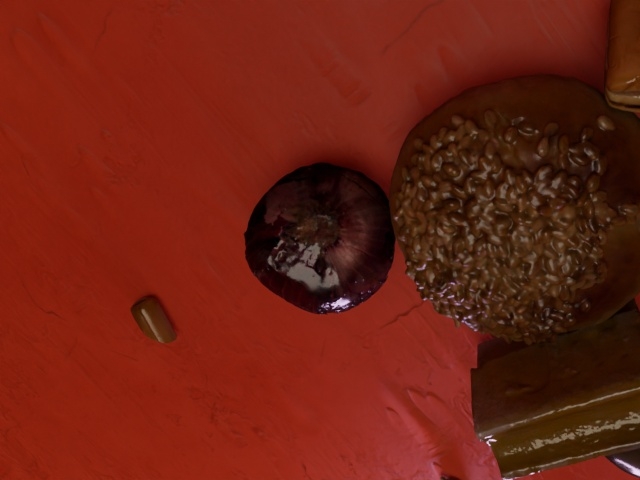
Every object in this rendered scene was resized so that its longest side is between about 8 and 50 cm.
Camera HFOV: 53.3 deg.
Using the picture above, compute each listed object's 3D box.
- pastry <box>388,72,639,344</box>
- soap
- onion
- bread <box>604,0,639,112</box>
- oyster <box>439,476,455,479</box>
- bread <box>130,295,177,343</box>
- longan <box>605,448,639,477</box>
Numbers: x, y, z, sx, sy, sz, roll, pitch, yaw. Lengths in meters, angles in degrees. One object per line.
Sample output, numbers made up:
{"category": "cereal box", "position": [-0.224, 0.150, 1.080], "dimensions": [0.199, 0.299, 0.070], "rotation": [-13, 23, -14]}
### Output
{"category": "pastry", "position": [0.289, -0.033, 0.917], "dimensions": [0.409, 0.245, 0.410], "rotation": [7, 118, 13]}
{"category": "soap", "position": [0.388, 0.216, 0.995], "dimensions": [0.281, 0.259, 0.143], "rotation": [-28, 108, 24]}
{"category": "onion", "position": [0.000, 0.000, 1.043], "dimensions": [0.252, 0.219, 0.252], "rotation": [1, 80, -6]}
{"category": "bread", "position": [0.426, -0.252, 0.810], "dimensions": [0.115, 0.201, 0.077], "rotation": [5, 152, 21]}
{"category": "oyster", "position": [0.276, 0.518, 1.305], "dimensions": [0.080, 0.038, 0.083], "rotation": [38, 151, 24]}
{"category": "bread", "position": [-0.342, 0.167, 1.294], "dimensions": [0.062, 0.049, 0.103], "rotation": [-19, 106, 22]}
{"category": "longan", "position": [0.548, 0.300, 1.038], "dimensions": [0.204, 0.159, 0.185], "rotation": [17, 103, 35]}
